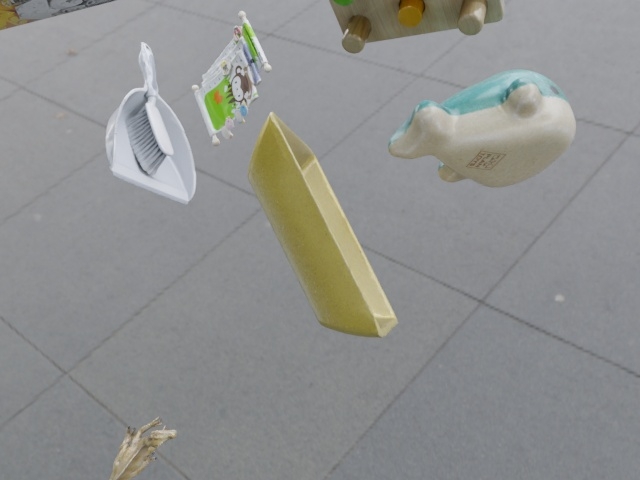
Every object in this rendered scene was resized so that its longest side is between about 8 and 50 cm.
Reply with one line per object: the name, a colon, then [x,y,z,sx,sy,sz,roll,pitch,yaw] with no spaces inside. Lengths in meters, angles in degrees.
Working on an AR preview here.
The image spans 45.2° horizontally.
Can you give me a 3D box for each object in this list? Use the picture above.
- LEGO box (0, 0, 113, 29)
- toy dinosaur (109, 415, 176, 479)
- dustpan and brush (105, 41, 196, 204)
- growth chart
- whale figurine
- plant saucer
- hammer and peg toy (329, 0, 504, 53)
LEGO box: [-0.294,-0.391,0.463,0.372,0.501,0.193,-16,-1,-7]
toy dinosaur: [-0.232,0.269,0.922,0.053,0.183,0.092,36,19,-3]
dustpan and brush: [-0.221,-0.163,0.991,0.060,0.147,0.211,-32,62,21]
growth chart: [-0.182,-0.321,1.568,0.021,0.237,0.172,-4,57,-47]
whale figurine: [0.221,-0.168,1.075,0.271,0.216,0.141,-1,62,-25]
plant saucer: [0.000,0.000,1.154,0.081,0.333,0.333,-27,83,7]
hammer and peg toy: [0.098,-0.433,1.048,0.265,0.361,0.127,-1,50,26]
